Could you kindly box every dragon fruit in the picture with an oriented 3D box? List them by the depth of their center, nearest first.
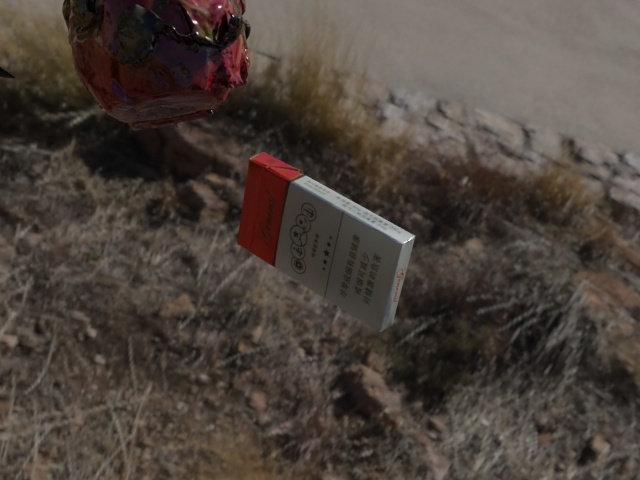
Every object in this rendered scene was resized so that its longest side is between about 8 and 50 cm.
[{"bbox_3d":[-0.220,-0.309,1.394,0.250,0.269,0.291,-6,83,1],"label":"dragon fruit"}]

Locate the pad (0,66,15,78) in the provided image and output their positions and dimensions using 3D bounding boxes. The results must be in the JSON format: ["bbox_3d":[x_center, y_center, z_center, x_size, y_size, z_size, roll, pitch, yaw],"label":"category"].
[{"bbox_3d":[-0.338,-0.164,0.828,0.193,0.004,0.116,13,-15,37],"label":"pad"}]

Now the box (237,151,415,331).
[{"bbox_3d":[0.000,0.000,1.319,0.245,0.139,0.035,30,37,29],"label":"box"}]
